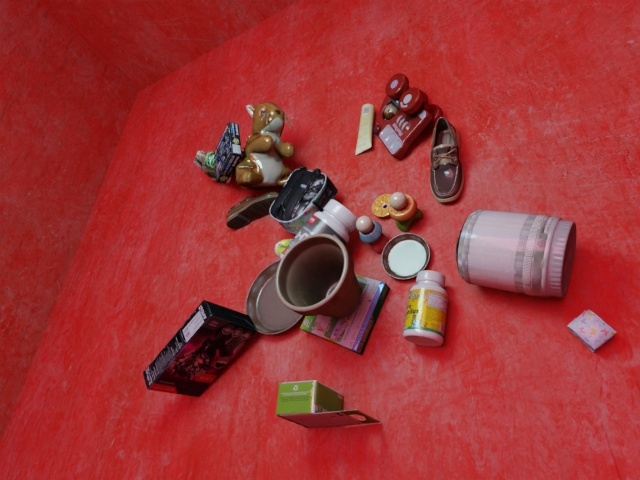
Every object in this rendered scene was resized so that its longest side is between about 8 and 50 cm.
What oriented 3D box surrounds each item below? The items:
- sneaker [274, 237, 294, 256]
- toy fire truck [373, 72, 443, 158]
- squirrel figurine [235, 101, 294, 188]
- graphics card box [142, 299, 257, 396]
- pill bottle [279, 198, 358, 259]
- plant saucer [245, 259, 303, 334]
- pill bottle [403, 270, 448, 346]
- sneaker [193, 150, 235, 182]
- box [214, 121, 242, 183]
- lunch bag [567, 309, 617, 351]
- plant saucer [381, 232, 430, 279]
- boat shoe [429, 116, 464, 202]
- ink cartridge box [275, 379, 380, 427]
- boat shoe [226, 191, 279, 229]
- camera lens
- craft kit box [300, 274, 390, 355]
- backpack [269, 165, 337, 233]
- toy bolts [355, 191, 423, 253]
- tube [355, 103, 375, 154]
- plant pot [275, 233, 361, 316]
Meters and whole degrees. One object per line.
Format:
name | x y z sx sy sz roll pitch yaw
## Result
sneaker | -0.058 0.022 1.665 0.239 0.126 0.091 -1 90 -1
toy fire truck | 0.324 -0.505 1.719 0.254 0.169 0.302 -48 43 24
squirrel figurine | -0.270 -0.426 1.927 0.397 0.280 0.371 -178 87 -64
graphics card box | -0.437 0.404 1.541 0.371 0.232 0.094 -49 45 7
pill bottle | 0.000 0.000 1.522 0.283 0.161 0.161 -51 47 -3
plant saucer | -0.150 0.217 1.626 0.310 0.050 0.311 -17 53 25
pill bottle | 0.321 0.202 1.272 0.117 0.117 0.209 -2 61 33
sneaker | -0.536 -0.387 2.126 0.410 0.182 0.158 2 72 57
box | -0.415 -0.386 1.875 0.220 0.051 0.175 -44 49 48
lunch bag | 0.681 0.225 1.061 0.071 0.053 0.083 -43 57 6
plant saucer | 0.292 0.057 1.439 0.168 0.029 0.169 -13 60 23
boat shoe | 0.443 -0.298 1.513 0.123 0.123 0.342 -5 58 31
ink cartridge box | 0.027 0.480 1.241 0.255 0.189 0.097 -15 52 24
boat shoe | -0.314 -0.163 1.941 0.307 0.110 0.105 -23 52 20
camera lens | 0.534 0.032 1.169 0.274 0.219 0.220 9 67 38
craft kit box | 0.082 0.235 1.455 0.246 0.061 0.250 15 70 37
backpack | -0.073 -0.147 1.714 0.225 0.191 0.254 21 67 43
toy bolts | 0.212 -0.095 1.510 0.228 0.158 0.218 -46 47 0
tube | 0.199 -0.488 1.850 0.062 0.070 0.240 7 64 3
plant pot | 0.022 0.144 1.362 0.262 0.229 0.263 -18 52 24
